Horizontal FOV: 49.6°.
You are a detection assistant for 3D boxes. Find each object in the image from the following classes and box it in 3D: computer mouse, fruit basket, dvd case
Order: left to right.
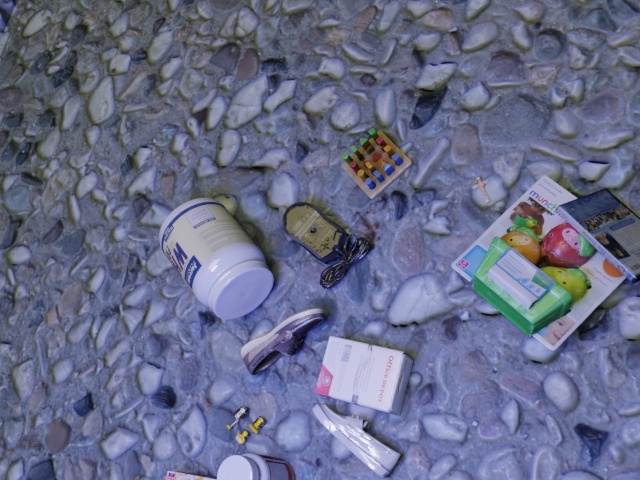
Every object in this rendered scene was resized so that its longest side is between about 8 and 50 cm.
[{"bbox_3d":[0.000,0.000,2.027,0.188,0.072,0.272,-46,70,0],"label":"computer mouse"},{"bbox_3d":[0.553,0.039,1.680,0.353,0.165,0.327,-44,63,-4],"label":"fruit basket"},{"bbox_3d":[0.710,-0.018,1.649,0.180,0.022,0.253,-18,53,-29],"label":"dvd case"}]

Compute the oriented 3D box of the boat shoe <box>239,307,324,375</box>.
[{"bbox_3d":[-0.098,0.284,1.940,0.285,0.103,0.092,-32,65,16],"label":"boat shoe"}]

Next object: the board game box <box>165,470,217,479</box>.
[{"bbox_3d":[-0.294,0.655,1.854,0.193,0.147,0.045,0,70,27],"label":"board game box"}]

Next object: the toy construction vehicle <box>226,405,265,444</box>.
[{"bbox_3d":[-0.207,0.514,1.939,0.086,0.035,0.098,41,93,21],"label":"toy construction vehicle"}]

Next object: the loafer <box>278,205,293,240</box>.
[{"bbox_3d":[-0.095,-0.052,2.110,0.045,0.039,0.125,-58,43,49],"label":"loafer"}]

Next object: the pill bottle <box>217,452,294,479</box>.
[{"bbox_3d":[-0.164,0.608,1.765,0.121,0.221,0.121,-10,66,22],"label":"pill bottle"}]

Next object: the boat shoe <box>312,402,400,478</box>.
[{"bbox_3d":[0.093,0.492,1.775,0.258,0.095,0.084,37,85,22],"label":"boat shoe"}]

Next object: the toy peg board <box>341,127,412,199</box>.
[{"bbox_3d":[0.153,-0.235,2.035,0.161,0.079,0.161,-42,58,6],"label":"toy peg board"}]

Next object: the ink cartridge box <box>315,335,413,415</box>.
[{"bbox_3d":[0.116,0.352,1.810,0.217,0.092,0.159,8,74,30],"label":"ink cartridge box"}]

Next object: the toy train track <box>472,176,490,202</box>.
[{"bbox_3d":[0.444,-0.141,1.895,0.048,0.014,0.083,-24,62,16],"label":"toy train track"}]

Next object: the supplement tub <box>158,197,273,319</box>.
[{"bbox_3d":[-0.307,0.052,2.049,0.235,0.235,0.325,-45,58,3],"label":"supplement tub"}]
